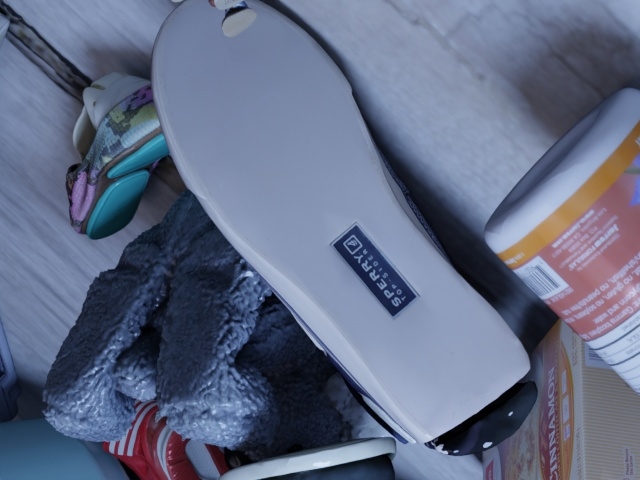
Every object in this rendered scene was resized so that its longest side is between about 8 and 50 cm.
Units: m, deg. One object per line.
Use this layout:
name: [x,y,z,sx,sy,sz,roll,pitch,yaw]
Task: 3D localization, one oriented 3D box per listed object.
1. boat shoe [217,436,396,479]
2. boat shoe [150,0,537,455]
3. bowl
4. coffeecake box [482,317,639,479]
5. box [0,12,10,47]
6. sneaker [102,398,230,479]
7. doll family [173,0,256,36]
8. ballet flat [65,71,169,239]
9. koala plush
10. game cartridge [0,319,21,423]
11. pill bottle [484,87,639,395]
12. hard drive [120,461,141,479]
boat shoe: [-0.019,0.217,1.342,0.340,0.127,0.113,137,124,-64]
boat shoe: [0.000,0.000,1.253,0.340,0.127,0.158,56,168,3]
bowl: [-0.246,0.287,1.768,0.311,0.163,0.311,56,163,28]
coffeecake box: [0.162,0.139,1.202,0.068,0.142,0.185,8,149,-11]
box: [-0.358,-0.070,1.482,0.121,0.148,0.311,34,141,1]
sneaker: [-0.117,0.221,1.701,0.128,0.087,0.221,27,140,46]
doll family: [-0.085,-0.206,1.113,0.111,0.076,0.193,55,154,40]
ballet flat: [-0.145,-0.073,1.375,0.079,0.077,0.221,60,150,9]
koala plush: [-0.047,0.090,1.389,0.196,0.203,0.221,-3,148,43]
game cartridge: [-0.389,0.041,1.793,0.196,0.060,0.294,29,146,29]
pill bottle: [0.205,0.029,1.052,0.216,0.121,0.121,44,149,-3]
hard drive: [-0.131,0.267,1.804,0.094,0.022,0.135,9,135,42]
